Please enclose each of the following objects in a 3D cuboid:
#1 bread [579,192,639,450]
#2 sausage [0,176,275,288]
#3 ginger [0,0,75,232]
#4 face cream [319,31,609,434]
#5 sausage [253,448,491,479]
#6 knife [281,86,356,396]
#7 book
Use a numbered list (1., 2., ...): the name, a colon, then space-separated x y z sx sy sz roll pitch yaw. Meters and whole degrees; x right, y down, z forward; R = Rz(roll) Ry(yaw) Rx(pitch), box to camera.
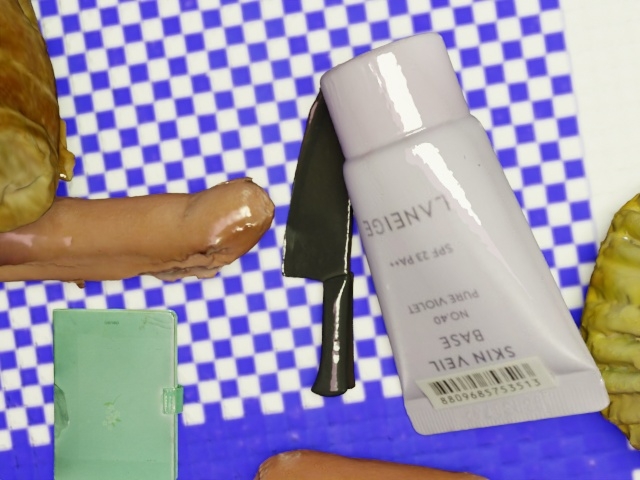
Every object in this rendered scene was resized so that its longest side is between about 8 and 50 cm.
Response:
1. bread: 0.289 0.057 0.564 0.239 0.139 0.240 1 94 7
2. sausage: -0.180 -0.002 0.639 0.304 0.078 0.078 -4 91 7
3. ginger: -0.321 -0.178 0.597 0.254 0.176 0.418 -25 85 9
4. face cream: 0.085 0.001 0.604 0.154 0.096 0.274 -19 93 33
5. sausage: 0.044 0.197 0.624 0.194 0.077 0.077 7 92 7
6. knife: 0.000 0.000 0.649 0.060 0.028 0.231 2 90 17
7. book: -0.155 0.120 0.666 0.103 0.017 0.135 0 91 8
